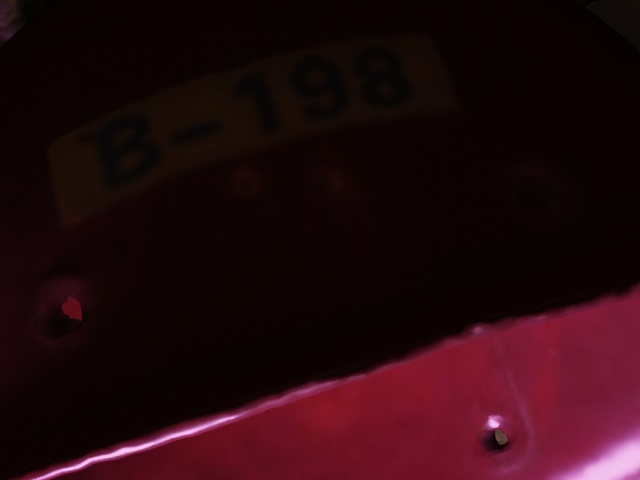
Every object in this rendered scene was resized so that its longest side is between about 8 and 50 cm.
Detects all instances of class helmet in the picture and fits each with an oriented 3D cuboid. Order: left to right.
[{"bbox_3d":[0.000,0.000,0.728,0.385,0.230,0.337,-17,158,0],"label":"helmet"}]

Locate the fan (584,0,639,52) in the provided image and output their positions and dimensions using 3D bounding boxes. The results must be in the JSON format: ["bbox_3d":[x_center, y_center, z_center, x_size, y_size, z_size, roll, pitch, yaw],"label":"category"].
[{"bbox_3d":[0.129,-0.056,0.864,0.240,0.009,0.131,-26,134,16],"label":"fan"}]
